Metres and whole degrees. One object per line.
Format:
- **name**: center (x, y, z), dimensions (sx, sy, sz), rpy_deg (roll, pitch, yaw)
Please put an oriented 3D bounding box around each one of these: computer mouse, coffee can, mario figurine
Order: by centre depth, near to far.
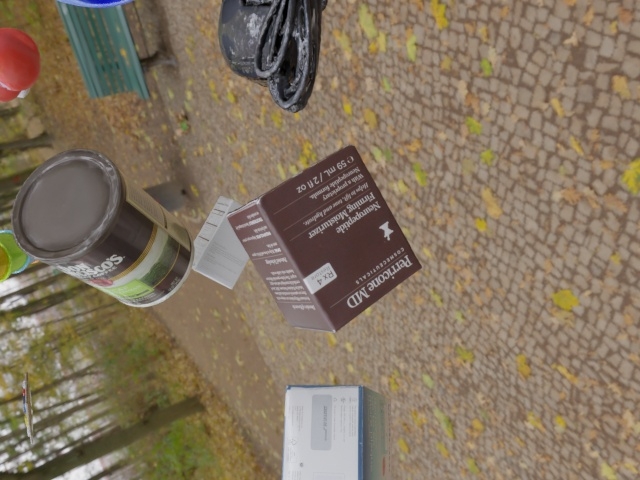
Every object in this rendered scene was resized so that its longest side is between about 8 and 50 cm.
- **computer mouse**: center (-0.040, -0.193, 0.470), dimensions (0.272, 0.072, 0.189), rpy_deg (-141, 63, -76)
- **coffee can**: center (-0.379, -0.012, 1.088), dimensions (0.202, 0.201, 0.275), rpy_deg (54, 180, 26)
- **mario figurine**: center (-0.686, -0.345, 1.209), dimensions (0.320, 0.198, 0.170), rpy_deg (27, 131, 40)

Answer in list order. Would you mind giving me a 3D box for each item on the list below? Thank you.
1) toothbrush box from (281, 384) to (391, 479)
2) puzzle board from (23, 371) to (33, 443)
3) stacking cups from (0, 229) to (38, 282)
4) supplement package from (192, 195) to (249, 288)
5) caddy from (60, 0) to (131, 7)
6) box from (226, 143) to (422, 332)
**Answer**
- **toothbrush box**: center (0.038, 0.359, 0.984), dimensions (0.295, 0.126, 0.217), rpy_deg (55, -145, -66)
- **puzzle board**: center (-0.613, 0.349, 1.254), dimensions (0.128, 0.011, 0.097), rpy_deg (-144, 53, -59)
- **stacking cups**: center (-0.582, 0.010, 1.139), dimensions (0.316, 0.096, 0.096), rpy_deg (-80, -27, -75)
- **supplement package**: center (-0.217, 0.003, 1.372), dimensions (0.105, 0.179, 0.105), rpy_deg (32, 173, -27)
- **caddy**: center (-0.257, -0.418, 0.643), dimensions (0.341, 0.241, 0.179), rpy_deg (-44, 35, 45)
- **box**: center (0.000, 0.000, 0.862), dimensions (0.203, 0.168, 0.167), rpy_deg (59, 157, -7)
